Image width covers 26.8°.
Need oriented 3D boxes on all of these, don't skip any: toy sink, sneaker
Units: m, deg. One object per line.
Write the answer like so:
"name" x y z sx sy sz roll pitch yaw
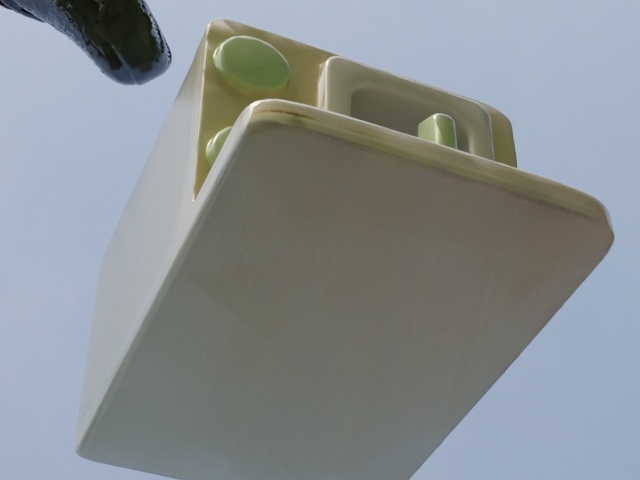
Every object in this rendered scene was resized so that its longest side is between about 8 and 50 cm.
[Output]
"toy sink" 0.000 0.000 0.594 0.152 0.234 0.131 15 -133 -16
"sneaker" -0.211 -0.147 0.737 0.162 0.106 0.281 -39 -117 -5
